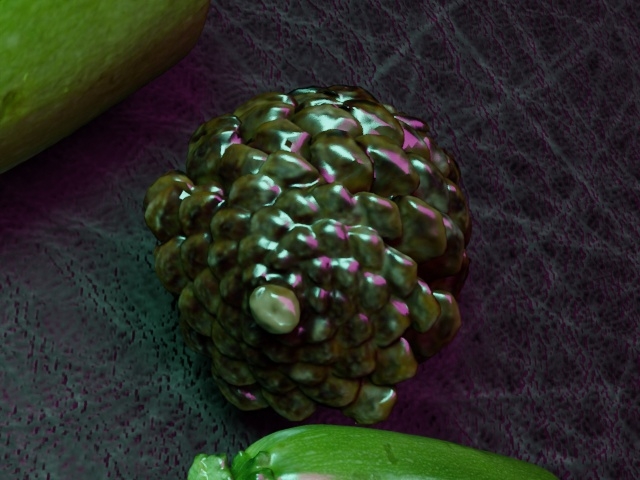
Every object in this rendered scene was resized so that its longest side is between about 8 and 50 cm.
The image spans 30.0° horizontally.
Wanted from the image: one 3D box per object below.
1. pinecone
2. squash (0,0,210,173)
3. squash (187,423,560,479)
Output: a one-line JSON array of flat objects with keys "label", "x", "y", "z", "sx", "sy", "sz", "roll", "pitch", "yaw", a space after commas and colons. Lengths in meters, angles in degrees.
[{"label": "pinecone", "x": 0.000, "y": 0.000, "z": 0.833, "sx": 0.224, "sy": 0.224, "sz": 0.272, "roll": 42, "pitch": 28, "yaw": -6}, {"label": "squash", "x": -0.236, "y": -0.145, "z": 0.743, "sx": 0.309, "sy": 0.210, "sz": 0.234, "roll": -40, "pitch": 124, "yaw": -33}, {"label": "squash", "x": 0.062, "y": 0.178, "z": 0.798, "sx": 0.378, "sy": 0.101, "sz": 0.101, "roll": 19, "pitch": 56, "yaw": -43}]
